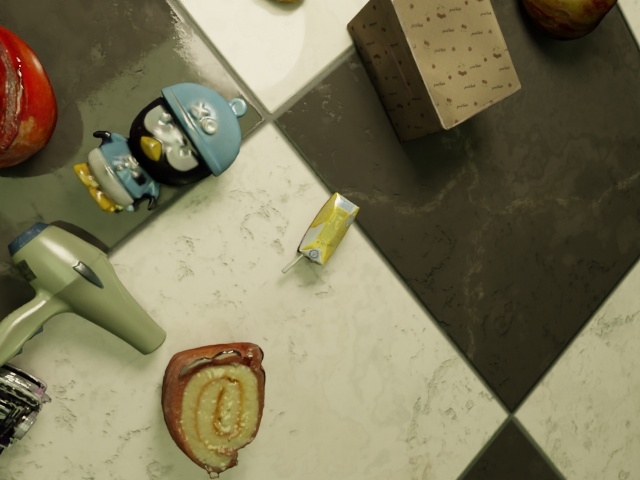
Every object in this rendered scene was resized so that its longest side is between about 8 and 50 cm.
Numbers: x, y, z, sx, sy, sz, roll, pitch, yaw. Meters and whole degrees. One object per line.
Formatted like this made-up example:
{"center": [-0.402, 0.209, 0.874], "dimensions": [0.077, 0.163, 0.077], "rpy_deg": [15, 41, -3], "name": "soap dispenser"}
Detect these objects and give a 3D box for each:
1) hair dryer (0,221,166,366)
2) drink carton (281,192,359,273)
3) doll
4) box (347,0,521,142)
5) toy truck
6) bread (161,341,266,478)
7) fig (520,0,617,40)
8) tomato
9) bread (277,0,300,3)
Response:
{"center": [-0.413, 0.152, 0.717], "dimensions": [0.296, 0.119, 0.298], "rpy_deg": [32, 58, -36], "name": "hair dryer"}
{"center": [0.000, 0.000, 0.889], "dimensions": [0.075, 0.084, 0.199], "rpy_deg": [33, 84, -8], "name": "drink carton"}
{"center": [-0.269, -0.170, 0.753], "dimensions": [0.314, 0.141, 0.177], "rpy_deg": [-34, 100, -11], "name": "doll"}
{"center": [0.235, -0.396, 0.889], "dimensions": [0.225, 0.190, 0.297], "rpy_deg": [-31, 104, -15], "name": "box"}
{"center": [-0.570, 0.328, 0.677], "dimensions": [0.124, 0.155, 0.268], "rpy_deg": [39, 78, -18], "name": "toy truck"}
{"center": [-0.209, 0.316, 0.816], "dimensions": [0.190, 0.123, 0.244], "rpy_deg": [1, 93, -18], "name": "bread"}
{"center": [0.538, -0.625, 0.997], "dimensions": [0.321, 0.217, 0.216], "rpy_deg": [27, 84, 3], "name": "fig"}
{"center": [-0.511, -0.214, 0.668], "dimensions": [0.233, 0.139, 0.200], "rpy_deg": [-14, 92, 17], "name": "tomato"}
{"center": [-0.085, -0.532, 0.820], "dimensions": [0.157, 0.094, 0.082], "rpy_deg": [31, 79, -27], "name": "bread"}
